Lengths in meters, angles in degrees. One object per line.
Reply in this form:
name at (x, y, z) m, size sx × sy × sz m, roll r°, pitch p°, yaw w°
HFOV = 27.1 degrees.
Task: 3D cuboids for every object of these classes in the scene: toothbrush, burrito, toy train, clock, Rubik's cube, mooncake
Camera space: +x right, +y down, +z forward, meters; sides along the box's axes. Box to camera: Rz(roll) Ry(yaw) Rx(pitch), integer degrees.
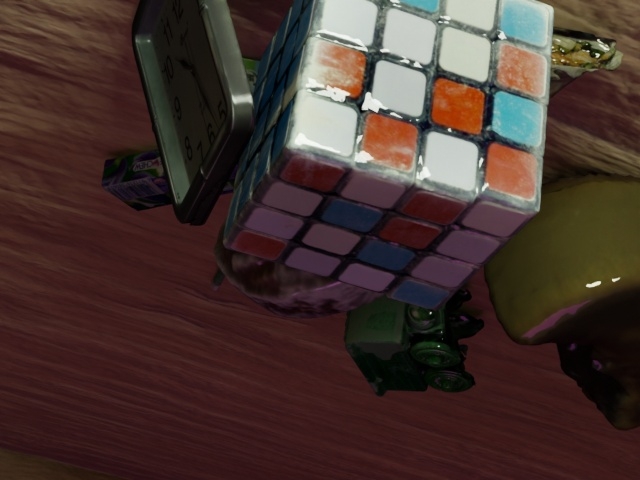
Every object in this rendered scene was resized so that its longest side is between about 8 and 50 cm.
toothbrush at (-0.151, 0.026, 2.169) m, size 0.024 × 0.018 × 0.257 m, roll 6°, pitch 153°, yaw -13°
burrito at (0.164, -0.174, 1.568) m, size 0.347 × 0.107 × 0.175 m, roll -30°, pitch 136°, yaw 31°
toy train at (0.163, 0.164, 2.236) m, size 0.201 × 0.145 × 0.266 m, roll 0°, pitch 152°, yaw 19°
clock at (-0.140, -0.187, 1.479) m, size 0.049 × 0.279 × 0.273 m, roll -8°, pitch 159°, yaw -23°
Rubik's cube at (0.068, -0.112, 1.352) m, size 0.253 × 0.256 × 0.259 m, roll 17°, pitch 152°, yaw -14°
mooncake at (0.406, 0.095, 1.902) m, size 0.393 × 0.246 × 0.394 m, roll 1°, pitch 140°, yaw -11°

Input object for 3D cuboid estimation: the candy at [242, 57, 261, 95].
candy at (-0.025, -0.171, 1.704) m, size 0.194 × 0.062 × 0.097 m, roll 9°, pitch 152°, yaw -5°

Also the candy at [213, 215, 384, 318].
candy at (0.000, 0.000, 1.867) m, size 0.289 × 0.214 × 0.157 m, roll -12°, pitch 149°, yaw 26°

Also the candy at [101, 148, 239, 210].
candy at (-0.161, -0.102, 1.870) m, size 0.312 × 0.061 × 0.088 m, roll -8°, pitch 151°, yaw 28°

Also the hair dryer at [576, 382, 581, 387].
hair dryer at (0.553, 0.124, 2.154) m, size 0.312 × 0.123 × 0.340 m, roll -12°, pitch 139°, yaw 11°
